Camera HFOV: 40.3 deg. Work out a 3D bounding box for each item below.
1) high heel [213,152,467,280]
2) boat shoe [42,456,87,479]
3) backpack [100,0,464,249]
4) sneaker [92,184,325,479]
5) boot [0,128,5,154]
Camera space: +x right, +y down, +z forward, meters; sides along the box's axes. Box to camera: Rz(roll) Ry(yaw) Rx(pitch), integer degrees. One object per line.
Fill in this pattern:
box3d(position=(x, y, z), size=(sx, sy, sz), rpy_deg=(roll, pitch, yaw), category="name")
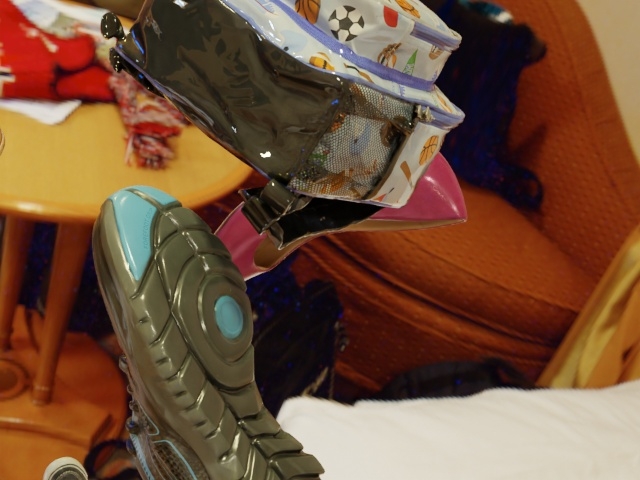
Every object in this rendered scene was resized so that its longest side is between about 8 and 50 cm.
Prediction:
box3d(position=(0.000, 0.000, 1.119), size=(0.181, 0.377, 0.127), rpy_deg=(58, 25, 17), category="high heel")
box3d(position=(-0.368, 0.414, 1.314), size=(0.065, 0.183, 0.083), rpy_deg=(-17, 37, -25), category="boat shoe")
box3d(position=(-0.005, -0.141, 0.757), size=(0.276, 0.213, 0.263), rpy_deg=(48, 15, 28), category="backpack")
box3d(position=(-0.113, 0.126, 0.688), size=(0.125, 0.139, 0.341), rpy_deg=(-34, 106, -56), category="sneaker")
box3d(position=(-0.494, -0.206, 1.203), size=(0.073, 0.152, 0.197), rpy_deg=(-10, 58, -6), category="boot")
